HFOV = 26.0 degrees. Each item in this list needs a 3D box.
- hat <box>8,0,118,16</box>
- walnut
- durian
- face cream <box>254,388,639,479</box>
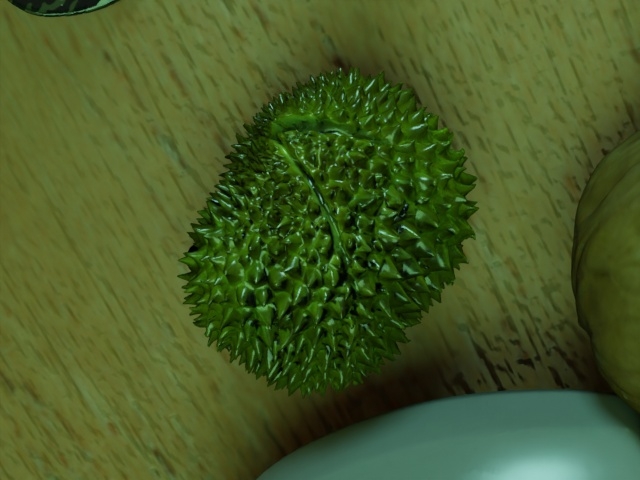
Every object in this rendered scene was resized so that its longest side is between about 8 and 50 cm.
[{"bbox_3d":[-0.139,-0.170,0.741,0.121,0.050,0.121,2,117,4],"label":"hat"},{"bbox_3d":[0.239,0.009,0.722,0.222,0.195,0.195,-22,111,19],"label":"walnut"},{"bbox_3d":[0.004,0.005,0.751,0.146,0.159,0.198,24,114,-2],"label":"durian"},{"bbox_3d":[0.069,0.247,0.825,0.357,0.219,0.312,-27,112,18],"label":"face cream"}]
